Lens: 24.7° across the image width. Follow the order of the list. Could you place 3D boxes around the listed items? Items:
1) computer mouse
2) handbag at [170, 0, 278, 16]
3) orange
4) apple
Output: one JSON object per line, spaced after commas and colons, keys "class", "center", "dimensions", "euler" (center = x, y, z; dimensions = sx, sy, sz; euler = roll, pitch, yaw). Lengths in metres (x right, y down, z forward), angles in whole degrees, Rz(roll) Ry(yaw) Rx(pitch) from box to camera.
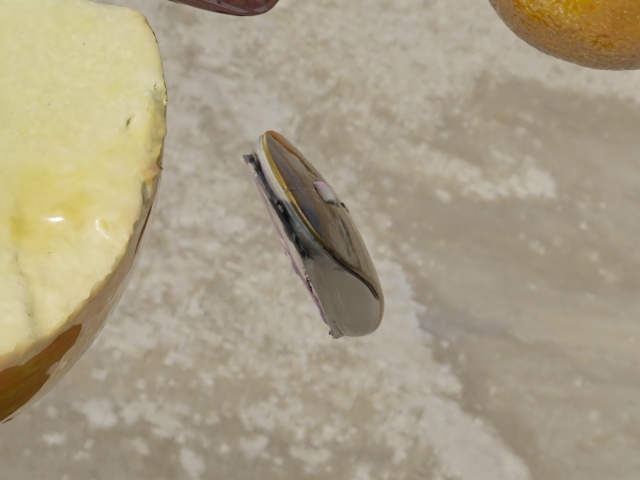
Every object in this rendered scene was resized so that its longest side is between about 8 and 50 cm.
{"class": "computer mouse", "center": [0.000, 0.000, 1.393], "dimensions": [0.158, 0.071, 0.310], "euler": [59, -3, 21]}
{"class": "handbag", "center": [-0.069, -0.281, 1.059], "dimensions": [0.146, 0.225, 0.135], "euler": [12, 24, -46]}
{"class": "orange", "center": [0.255, -0.264, 1.212], "dimensions": [0.264, 0.264, 0.264], "euler": [17, 29, -10]}
{"class": "apple", "center": [-0.244, 0.003, 0.850], "dimensions": [0.252, 0.314, 0.309], "euler": [38, 50, -35]}
